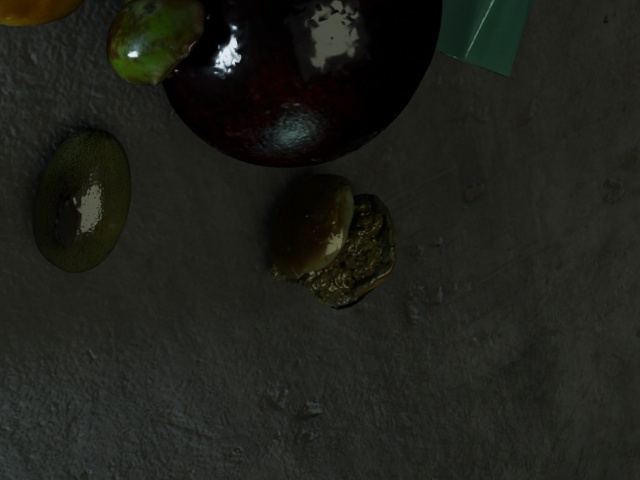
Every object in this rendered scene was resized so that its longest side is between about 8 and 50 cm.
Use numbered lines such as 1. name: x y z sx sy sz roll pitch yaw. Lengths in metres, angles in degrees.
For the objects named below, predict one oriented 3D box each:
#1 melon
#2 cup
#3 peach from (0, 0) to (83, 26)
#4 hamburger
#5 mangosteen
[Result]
1. melon: -0.258 -0.044 0.976 0.099 0.099 0.162 9 106 -33
2. cup: 0.207 -0.331 1.081 0.134 0.148 0.236 20 101 -8
3. peach: -0.306 -0.314 0.702 0.289 0.289 0.308 -18 107 -21
4. hamburger: 0.000 0.000 1.121 0.131 0.159 0.185 24 128 -40
5. mangosteen: -0.037 -0.226 0.875 0.330 0.330 0.330 -13 120 -24
